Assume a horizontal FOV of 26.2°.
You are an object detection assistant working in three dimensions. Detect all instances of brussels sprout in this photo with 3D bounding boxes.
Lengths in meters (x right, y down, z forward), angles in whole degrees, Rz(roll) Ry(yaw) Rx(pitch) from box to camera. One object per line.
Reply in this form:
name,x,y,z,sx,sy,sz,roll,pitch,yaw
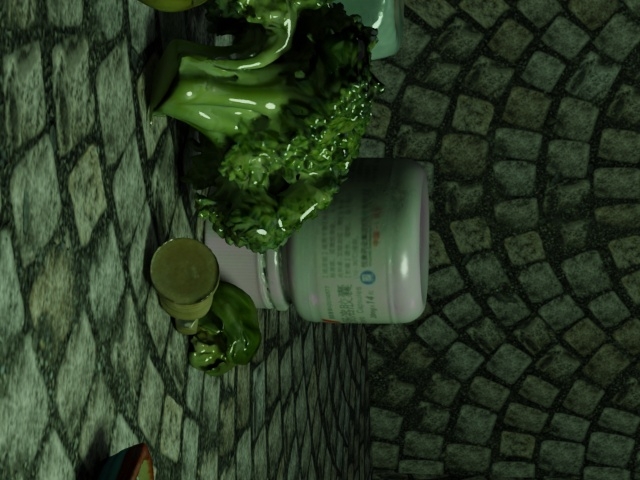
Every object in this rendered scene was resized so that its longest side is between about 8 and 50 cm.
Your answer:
brussels sprout,-0.137,0.121,1.995,0.181,0.100,0.139,-7,81,-64

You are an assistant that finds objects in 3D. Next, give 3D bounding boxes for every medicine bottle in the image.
medicine bottle,0.000,0.000,2.109,0.256,0.324,0.256,0,90,-83

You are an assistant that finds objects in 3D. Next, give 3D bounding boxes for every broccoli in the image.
broccoli,-0.070,-0.189,1.824,0.317,0.338,0.277,51,5,-43

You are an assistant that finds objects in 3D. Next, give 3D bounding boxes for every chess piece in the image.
chess piece,-0.175,0.064,1.808,0.200,0.090,0.090,102,-9,-74

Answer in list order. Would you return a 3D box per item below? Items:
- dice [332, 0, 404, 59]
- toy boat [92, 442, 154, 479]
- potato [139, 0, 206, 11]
dice,0.002,-0.438,2.289,0.268,0.264,0.263,-62,151,-71
toy boat,-0.230,0.381,1.414,0.392,0.079,0.136,-81,171,-48
potato,-0.174,-0.349,1.511,0.228,0.148,0.197,-62,138,-75
